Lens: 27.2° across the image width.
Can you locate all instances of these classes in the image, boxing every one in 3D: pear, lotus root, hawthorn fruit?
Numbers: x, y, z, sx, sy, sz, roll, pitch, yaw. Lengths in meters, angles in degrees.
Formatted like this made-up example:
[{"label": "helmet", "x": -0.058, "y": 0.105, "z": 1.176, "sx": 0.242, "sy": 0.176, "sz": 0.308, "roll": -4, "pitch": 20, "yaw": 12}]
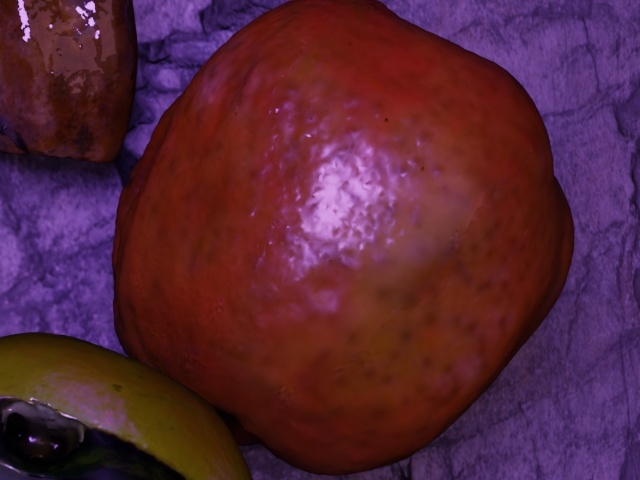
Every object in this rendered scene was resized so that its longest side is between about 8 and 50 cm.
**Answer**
[{"label": "pear", "x": -0.208, "y": 0.206, "z": 1.177, "sx": 0.399, "sy": 0.399, "sz": 0.165, "roll": 47, "pitch": 48, "yaw": -30}, {"label": "lotus root", "x": -0.265, "y": -0.216, "z": 1.240, "sx": 0.193, "sy": 0.193, "sz": 0.290, "roll": -6, "pitch": 96, "yaw": -40}, {"label": "hawthorn fruit", "x": 0.000, "y": 0.000, "z": 1.303, "sx": 0.472, "sy": 0.472, "sz": 0.471, "roll": 0, "pitch": 90, "yaw": -40}]
